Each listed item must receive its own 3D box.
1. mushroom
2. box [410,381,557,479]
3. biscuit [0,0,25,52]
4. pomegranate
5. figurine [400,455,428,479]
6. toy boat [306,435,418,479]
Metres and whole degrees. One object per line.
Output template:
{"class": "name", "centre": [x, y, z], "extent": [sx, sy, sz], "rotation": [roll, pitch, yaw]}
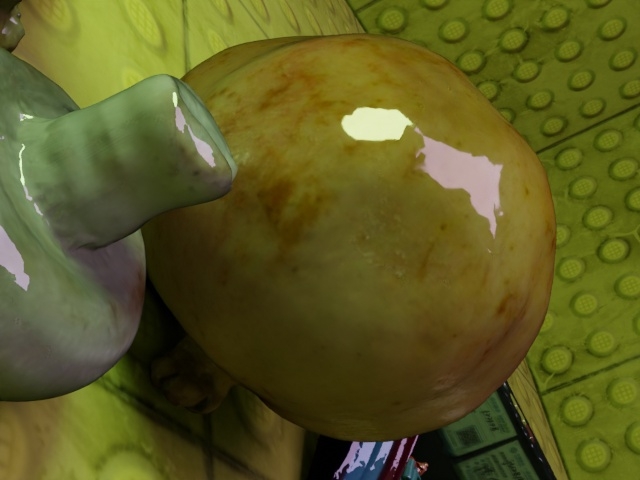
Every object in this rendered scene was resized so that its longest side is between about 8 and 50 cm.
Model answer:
{"class": "mushroom", "centre": [-0.170, -0.033, 0.531], "extent": [0.243, 0.244, 0.243], "rotation": [55, 19, -29]}
{"class": "box", "centre": [0.189, 0.293, 1.163], "extent": [0.350, 0.211, 0.058], "rotation": [63, 15, -9]}
{"class": "biscuit", "centre": [-0.218, -0.304, 0.608], "extent": [0.115, 0.366, 0.268], "rotation": [23, -20, 42]}
{"class": "pomegranate", "centre": [0.000, 0.000, 0.793], "extent": [0.411, 0.412, 0.411], "rotation": [55, 19, -29]}
{"class": "figurine", "centre": [0.074, 0.274, 1.102], "extent": [0.140, 0.068, 0.075], "rotation": [50, 37, -12]}
{"class": "toy boat", "centre": [0.066, 0.197, 1.008], "extent": [0.079, 0.136, 0.392], "rotation": [48, 46, -22]}
